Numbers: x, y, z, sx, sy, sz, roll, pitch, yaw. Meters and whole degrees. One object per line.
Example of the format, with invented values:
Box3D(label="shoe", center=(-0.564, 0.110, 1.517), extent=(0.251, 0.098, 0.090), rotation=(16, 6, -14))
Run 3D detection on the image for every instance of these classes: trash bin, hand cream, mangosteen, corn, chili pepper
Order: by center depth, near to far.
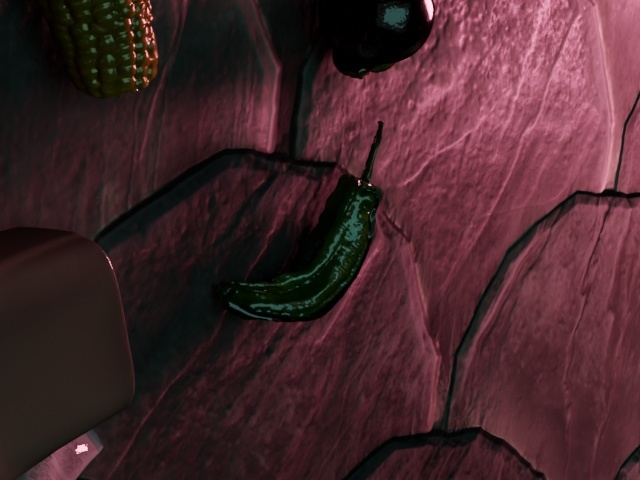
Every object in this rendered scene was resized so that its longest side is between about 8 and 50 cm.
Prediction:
Box3D(label="trash bin", center=(-0.303, 0.107, 1.201), extent=(0.250, 0.220, 0.219), rotation=(-24, 113, -46))
Box3D(label="corn", center=(-0.229, -0.299, 1.308), extent=(0.120, 0.120, 0.363), rotation=(-38, 124, -35))
Box3D(label="hand cream", center=(-0.268, 0.223, 1.410), extent=(0.142, 0.053, 0.084), rotation=(-59, 134, -42))
Box3D(label="mangosteen", center=(0.059, -0.242, 1.614), extent=(0.137, 0.137, 0.151), rotation=(-32, 153, -38))
Box3D(label="chili pepper", center=(0.000, 0.000, 1.624), extent=(0.279, 0.065, 0.122), rotation=(-52, 133, -21))
